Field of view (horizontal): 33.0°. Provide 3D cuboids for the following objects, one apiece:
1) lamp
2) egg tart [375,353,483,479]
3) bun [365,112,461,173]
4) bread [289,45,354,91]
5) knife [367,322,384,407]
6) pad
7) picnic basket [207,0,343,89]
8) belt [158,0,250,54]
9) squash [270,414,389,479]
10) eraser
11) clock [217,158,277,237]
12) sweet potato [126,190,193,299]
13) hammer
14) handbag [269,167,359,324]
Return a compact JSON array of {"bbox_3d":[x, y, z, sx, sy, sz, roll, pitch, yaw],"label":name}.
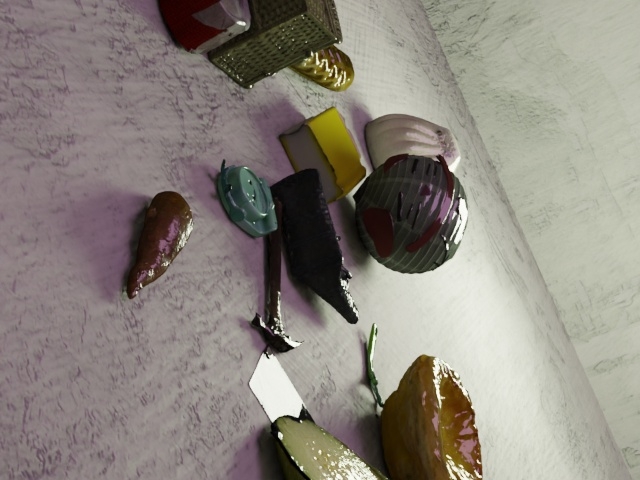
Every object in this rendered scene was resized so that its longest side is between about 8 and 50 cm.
[{"bbox_3d":[0.173,-0.052,2.106,0.233,0.233,0.265,50,40,-38],"label":"lamp"},{"bbox_3d":[0.182,0.343,1.808,0.319,0.128,0.319,-17,90,-72],"label":"egg tart"},{"bbox_3d":[0.235,-0.192,2.495,0.263,0.175,0.263,52,23,-32],"label":"bun"},{"bbox_3d":[-0.007,-0.368,2.195,0.269,0.098,0.087,16,95,-66],"label":"bread"},{"bbox_3d":[0.093,0.208,1.883,0.166,0.023,0.078,-92,175,-48],"label":"knife"},{"bbox_3d":[-0.041,0.249,1.524,0.193,0.004,0.116,61,20,-16],"label":"pad"},{"bbox_3d":[-0.079,-0.365,1.838,0.154,0.196,0.134,36,35,-56],"label":"picnic basket"},{"bbox_3d":[-0.179,-0.397,1.726,0.128,0.124,0.201,44,28,-43],"label":"belt"},{"bbox_3d":[-0.010,0.323,1.444,0.184,0.085,0.192,40,13,13],"label":"squash"},{"bbox_3d":[0.011,-0.159,2.029,0.158,0.069,0.226,61,20,-7],"label":"eraser"},{"bbox_3d":[-0.117,-0.068,1.630,0.135,0.041,0.101,36,36,-55],"label":"clock"},{"bbox_3d":[-0.193,-0.004,1.328,0.068,0.068,0.226,56,23,-27],"label":"sweet potato"},{"bbox_3d":[-0.069,0.045,1.652,0.125,0.027,0.297,48,26,-40],"label":"hammer"},{"bbox_3d":[0.000,0.000,1.812,0.175,0.089,0.270,52,20,-59],"label":"handbag"}]
